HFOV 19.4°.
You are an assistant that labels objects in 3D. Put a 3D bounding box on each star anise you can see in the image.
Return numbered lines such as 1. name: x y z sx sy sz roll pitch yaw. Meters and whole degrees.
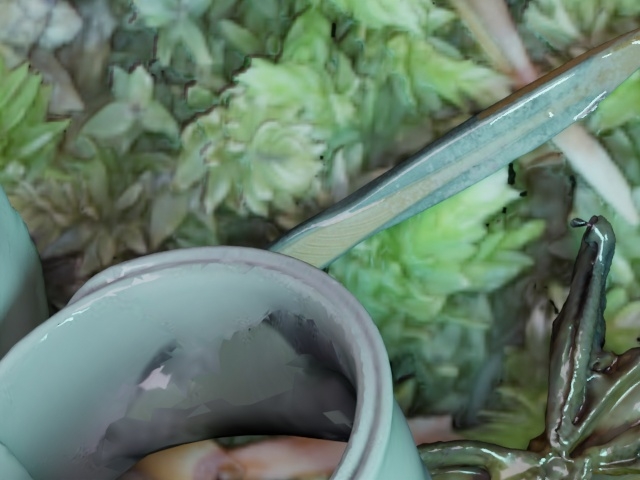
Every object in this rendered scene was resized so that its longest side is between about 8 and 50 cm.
1. star anise: 0.116 0.114 0.848 0.172 0.063 0.208 43 91 7

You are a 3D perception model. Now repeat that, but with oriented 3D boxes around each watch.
1. watch: -0.074 0.081 0.778 0.231 0.196 0.244 -10 45 15

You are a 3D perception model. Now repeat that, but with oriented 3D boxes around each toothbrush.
1. toothbrush: 0.000 0.000 0.892 0.375 0.037 0.028 -31 120 7
